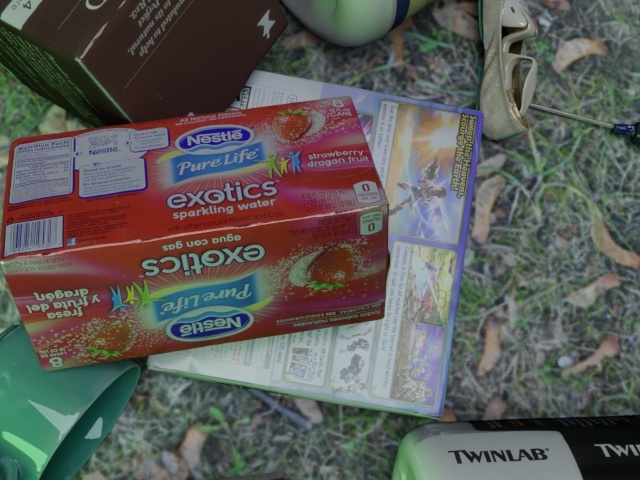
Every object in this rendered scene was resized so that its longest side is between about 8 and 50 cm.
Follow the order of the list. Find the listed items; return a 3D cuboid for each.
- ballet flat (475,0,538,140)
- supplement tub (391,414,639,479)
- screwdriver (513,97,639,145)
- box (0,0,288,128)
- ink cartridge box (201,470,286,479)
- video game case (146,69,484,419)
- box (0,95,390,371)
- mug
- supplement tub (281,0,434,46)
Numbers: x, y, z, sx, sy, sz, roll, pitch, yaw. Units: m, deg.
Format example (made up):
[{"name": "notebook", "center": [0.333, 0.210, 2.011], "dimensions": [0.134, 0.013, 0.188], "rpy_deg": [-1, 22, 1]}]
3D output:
[{"name": "ballet flat", "center": [0.176, -0.174, 0.816], "dimensions": [0.052, 0.057, 0.168], "rpy_deg": [-1, 84, 40]}, {"name": "supplement tub", "center": [0.231, 0.236, 0.671], "dimensions": [0.338, 0.207, 0.207], "rpy_deg": [-2, 80, -5]}, {"name": "screwdriver", "center": [0.259, -0.107, 0.834], "dimensions": [0.170, 0.024, 0.025], "rpy_deg": [10, 108, 4]}, {"name": "box", "center": [-0.169, -0.194, 0.708], "dimensions": [0.203, 0.167, 0.168], "rpy_deg": [29, 77, 25]}, {"name": "ink cartridge box", "center": [-0.122, 0.226, 0.691], "dimensions": [0.198, 0.115, 0.067], "rpy_deg": [-5, 81, -6]}, {"name": "video game case", "center": [0.000, 0.000, 0.769], "dimensions": [0.244, 0.061, 0.269], "rpy_deg": [10, 79, -1]}, {"name": "box", "center": [-0.087, -0.007, 0.648], "dimensions": [0.257, 0.123, 0.128], "rpy_deg": [-9, 46, -6]}, {"name": "mug", "center": [-0.220, 0.123, 0.681], "dimensions": [0.097, 0.158, 0.129], "rpy_deg": [34, 94, 7]}, {"name": "supplement tub", "center": [0.092, -0.341, 0.750], "dimensions": [0.325, 0.235, 0.235], "rpy_deg": [-36, 84, -9]}]
